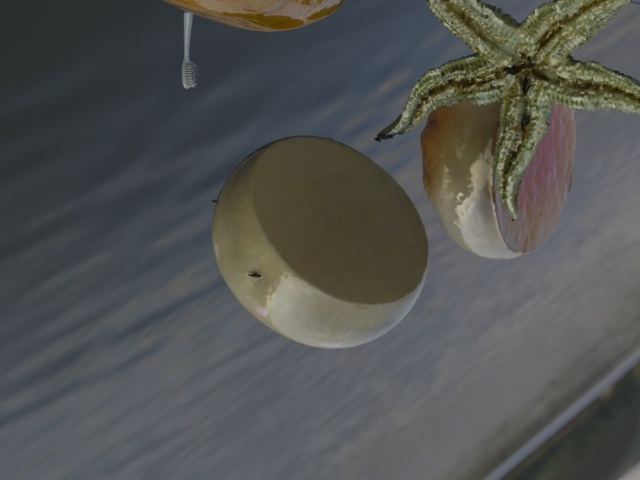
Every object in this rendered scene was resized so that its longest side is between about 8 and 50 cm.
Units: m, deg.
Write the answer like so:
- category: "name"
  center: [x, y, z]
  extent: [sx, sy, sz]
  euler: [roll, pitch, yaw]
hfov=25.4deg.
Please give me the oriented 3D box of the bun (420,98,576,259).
- category: "bun"
  center: [0.232, -0.125, 1.964]
  extent: [0.299, 0.165, 0.299]
  euler: [-24, 120, -51]

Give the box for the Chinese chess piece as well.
- category: "Chinese chess piece"
  center: [0.000, 0.000, 1.678]
  extent: [0.273, 0.273, 0.102]
  euler: [-28, 165, -46]

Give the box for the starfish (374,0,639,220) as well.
- category: "starfish"
  center: [0.224, -0.166, 1.488]
  extent: [0.078, 0.358, 0.347]
  euler: [-55, 161, -46]

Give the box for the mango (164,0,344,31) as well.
- category: "mango"
  center: [-0.072, -0.268, 1.180]
  extent: [0.187, 0.144, 0.359]
  euler: [-36, 157, 3]

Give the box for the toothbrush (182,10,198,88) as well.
- category: "toothbrush"
  center: [-0.204, -0.374, 2.194]
  extent: [0.019, 0.276, 0.025]
  euler: [-7, -169, -42]

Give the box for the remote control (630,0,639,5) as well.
- category: "remote control"
  center: [0.398, -0.319, 1.770]
  extent: [0.028, 0.212, 0.059]
  euler: [-53, 155, -55]
